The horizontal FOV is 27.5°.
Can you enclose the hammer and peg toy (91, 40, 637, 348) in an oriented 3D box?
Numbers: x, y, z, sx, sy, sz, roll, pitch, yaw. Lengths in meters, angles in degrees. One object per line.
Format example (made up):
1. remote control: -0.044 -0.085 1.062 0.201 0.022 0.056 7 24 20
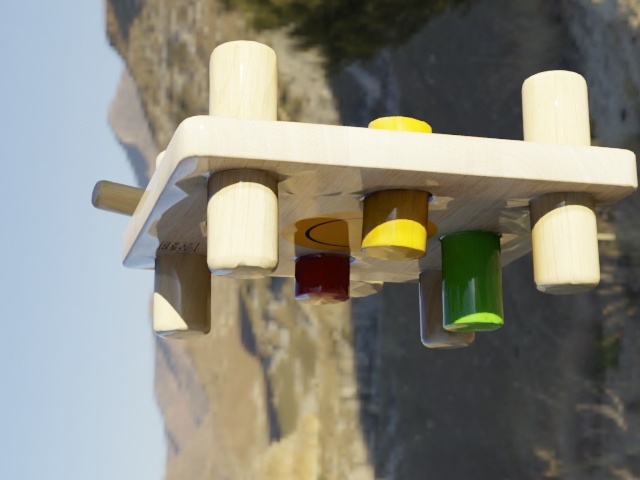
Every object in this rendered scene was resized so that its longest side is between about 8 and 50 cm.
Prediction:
1. hammer and peg toy: 0.000 0.000 0.833 0.361 0.266 0.127 140 132 -68
